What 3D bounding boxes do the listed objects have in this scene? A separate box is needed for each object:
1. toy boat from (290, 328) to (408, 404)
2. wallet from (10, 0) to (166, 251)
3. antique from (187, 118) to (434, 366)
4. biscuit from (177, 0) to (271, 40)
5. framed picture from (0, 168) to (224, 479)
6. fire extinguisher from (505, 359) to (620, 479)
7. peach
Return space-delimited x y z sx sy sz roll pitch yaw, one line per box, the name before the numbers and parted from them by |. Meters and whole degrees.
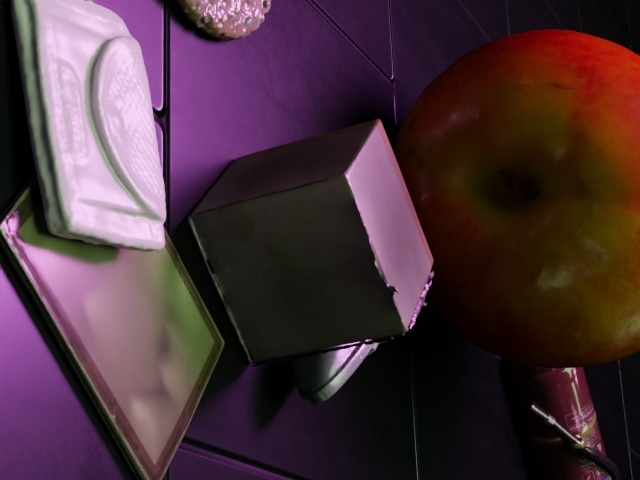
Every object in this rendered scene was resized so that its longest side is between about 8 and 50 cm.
toy boat | 0.032 0.079 1.247 0.085 0.078 0.260 57 26 -11
wallet | -0.153 -0.083 0.936 0.124 0.032 0.183 12 64 -58
antique | 0.000 0.000 1.130 0.148 0.146 0.152 -62 135 -59
biscuit | -0.087 -0.239 1.181 0.250 0.032 0.133 -12 92 -68
framed picture | -0.139 0.036 0.962 0.231 0.010 0.173 66 26 -26
fire extinguisher | 0.325 0.295 1.793 0.141 0.105 0.341 -29 106 -50
peach | 0.261 -0.042 1.486 0.388 0.388 0.388 -11 90 -67
